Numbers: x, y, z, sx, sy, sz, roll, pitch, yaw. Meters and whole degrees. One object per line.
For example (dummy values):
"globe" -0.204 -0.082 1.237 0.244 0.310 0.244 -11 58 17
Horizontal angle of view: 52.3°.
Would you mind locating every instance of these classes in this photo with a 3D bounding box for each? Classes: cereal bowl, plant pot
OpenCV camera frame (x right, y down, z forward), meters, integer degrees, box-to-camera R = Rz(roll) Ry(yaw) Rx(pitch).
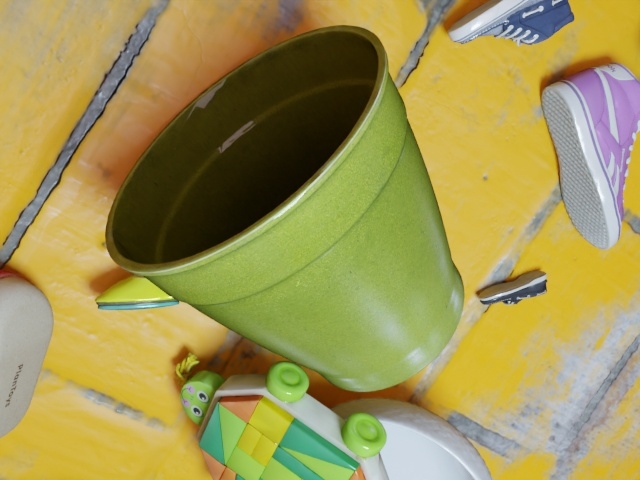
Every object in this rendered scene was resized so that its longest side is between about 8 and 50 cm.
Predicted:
"cereal bowl" 0.107 0.386 1.003 0.339 0.141 0.339 5 108 15
"plant pot" 0.000 0.000 0.800 0.366 0.366 0.353 -41 124 -2

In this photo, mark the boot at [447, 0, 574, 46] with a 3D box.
"boot" 0.273 -0.304 0.914 0.190 0.069 0.086 -32 109 -7

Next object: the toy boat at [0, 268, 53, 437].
"toy boat" -0.444 0.141 0.818 0.151 0.151 0.231 23 100 8

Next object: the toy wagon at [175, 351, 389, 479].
"toy wagon" -0.074 0.285 0.894 0.344 0.068 0.267 32 123 10

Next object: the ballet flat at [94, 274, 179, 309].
"ballet flat" -0.187 0.060 0.896 0.231 0.077 0.077 4 84 -20

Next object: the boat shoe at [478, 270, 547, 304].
"boat shoe" 0.315 0.085 1.059 0.125 0.046 0.038 -19 106 -19

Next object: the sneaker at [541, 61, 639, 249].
"sneaker" 0.456 -0.132 1.006 0.161 0.102 0.282 -24 111 -12
